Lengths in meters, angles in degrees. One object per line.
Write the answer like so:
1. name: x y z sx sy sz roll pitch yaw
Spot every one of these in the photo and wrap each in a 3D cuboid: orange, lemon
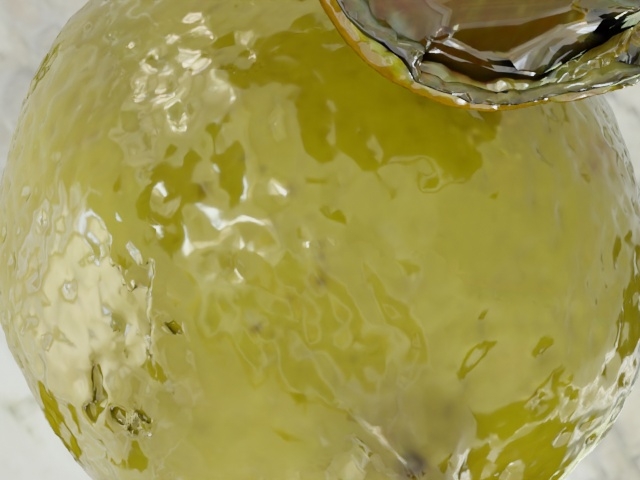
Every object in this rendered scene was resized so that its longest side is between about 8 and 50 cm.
1. orange: 0.056 -0.120 0.501 0.160 0.170 0.112 52 162 -3
2. lemon: -0.001 -0.001 0.643 0.267 0.267 0.267 56 -168 -18
